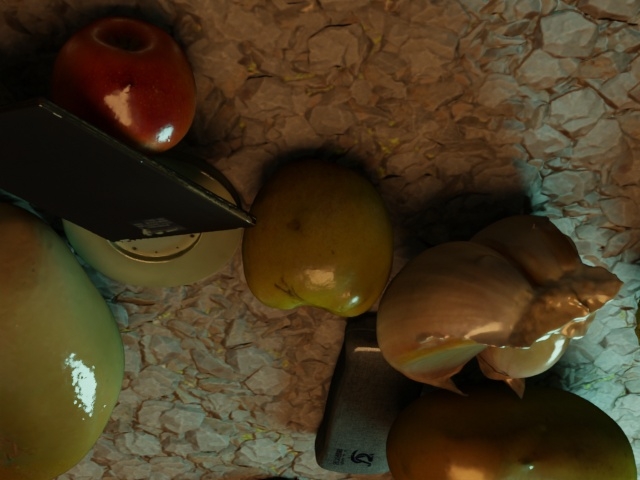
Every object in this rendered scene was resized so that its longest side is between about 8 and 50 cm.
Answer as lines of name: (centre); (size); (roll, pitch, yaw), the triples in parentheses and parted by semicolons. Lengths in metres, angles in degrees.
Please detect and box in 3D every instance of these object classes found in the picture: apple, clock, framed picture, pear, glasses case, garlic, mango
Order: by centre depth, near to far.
apple: (-0.217, -0.170, 1.341); (0.163, 0.163, 0.139); (0, 123, -3)
framed picture: (-0.273, -0.069, 1.382); (0.255, 0.014, 0.339); (-6, 155, 38)
pear: (0.000, 0.000, 1.510); (0.200, 0.200, 0.200); (-1, 135, -1)
garlic: (0.221, 0.093, 1.555); (0.249, 0.286, 0.313); (44, 163, 2)
clock: (-0.218, -0.028, 1.582); (0.235, 0.029, 0.235); (-1, 133, -1)
mango: (0.273, 0.320, 1.753); (0.300, 0.232, 0.446); (13, 179, 43)
glasses case: (0.077, 0.240, 1.832); (0.131, 0.074, 0.323); (6, 135, -7)

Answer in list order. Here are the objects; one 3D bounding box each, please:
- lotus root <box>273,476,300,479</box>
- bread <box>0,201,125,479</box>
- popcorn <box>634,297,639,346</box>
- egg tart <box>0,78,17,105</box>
lotus root: (-0.068, 0.479, 2.072); (0.261, 0.074, 0.170); (-13, 132, 10)
bread: (-0.443, 0.152, 1.585); (0.348, 0.253, 0.376); (-19, 134, 3)
popcorn: (0.542, 0.114, 1.634); (0.259, 0.212, 0.259); (-5, 105, -18)
egg tart: (-0.435, -0.151, 1.409); (0.197, 0.078, 0.197); (-2, 135, -2)
